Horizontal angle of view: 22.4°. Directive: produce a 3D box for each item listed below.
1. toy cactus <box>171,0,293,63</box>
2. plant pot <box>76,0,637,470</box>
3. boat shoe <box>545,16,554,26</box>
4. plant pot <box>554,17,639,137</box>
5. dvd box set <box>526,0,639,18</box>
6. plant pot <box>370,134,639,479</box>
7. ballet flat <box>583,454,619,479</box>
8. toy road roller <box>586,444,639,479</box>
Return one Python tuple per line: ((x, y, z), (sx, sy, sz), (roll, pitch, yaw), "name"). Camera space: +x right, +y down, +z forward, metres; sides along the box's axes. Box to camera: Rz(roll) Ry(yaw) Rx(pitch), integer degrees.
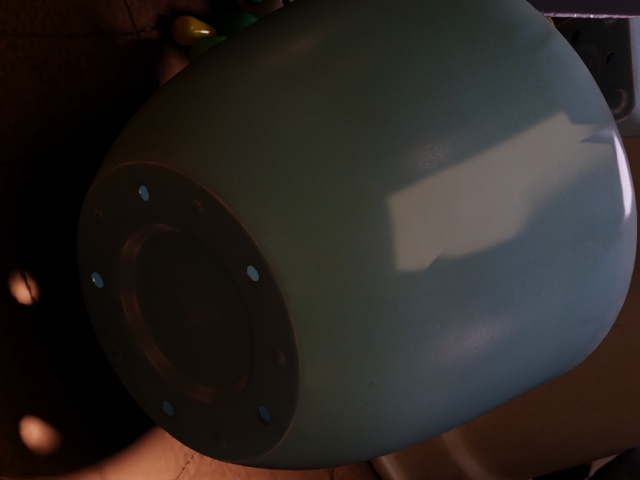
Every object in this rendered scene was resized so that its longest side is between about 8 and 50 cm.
((-0.041, -0.189, 1.155), (0.180, 0.112, 0.219), (57, 24, -51), "toy cactus")
((0.000, 0.000, 0.960), (0.235, 0.293, 0.293), (-27, 104, -41), "plant pot")
((0.199, -0.161, 1.588), (0.069, 0.081, 0.227), (41, 42, -43), "boat shoe")
((0.356, -0.139, 1.712), (0.252, 0.248, 0.247), (19, 61, -35), "plant pot")
((0.056, -0.331, 1.164), (0.307, 0.062, 0.420), (-11, 59, -53), "dvd box set")
((0.217, 0.048, 1.300), (0.334, 0.305, 0.334), (31, 53, -54), "plant pot")
((0.299, 0.261, 1.543), (0.400, 0.139, 0.139), (59, 28, -67), "ballet flat")
((0.288, 0.301, 1.239), (0.329, 0.240, 0.202), (6, 39, -46), "toy road roller")
